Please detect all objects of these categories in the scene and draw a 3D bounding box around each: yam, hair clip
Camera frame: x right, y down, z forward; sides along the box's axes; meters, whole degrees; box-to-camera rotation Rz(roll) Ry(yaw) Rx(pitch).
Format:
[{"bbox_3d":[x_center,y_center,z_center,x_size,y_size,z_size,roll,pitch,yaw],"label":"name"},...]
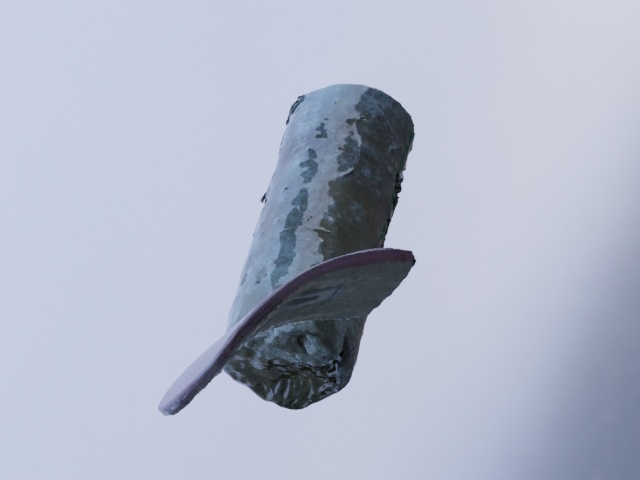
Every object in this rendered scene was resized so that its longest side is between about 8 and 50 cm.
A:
[{"bbox_3d":[0.000,0.000,1.155,0.259,0.093,0.093,-75,-8,-46],"label":"yam"},{"bbox_3d":[-0.014,0.033,0.713,0.137,0.022,0.054,-26,-13,-45],"label":"hair clip"}]
